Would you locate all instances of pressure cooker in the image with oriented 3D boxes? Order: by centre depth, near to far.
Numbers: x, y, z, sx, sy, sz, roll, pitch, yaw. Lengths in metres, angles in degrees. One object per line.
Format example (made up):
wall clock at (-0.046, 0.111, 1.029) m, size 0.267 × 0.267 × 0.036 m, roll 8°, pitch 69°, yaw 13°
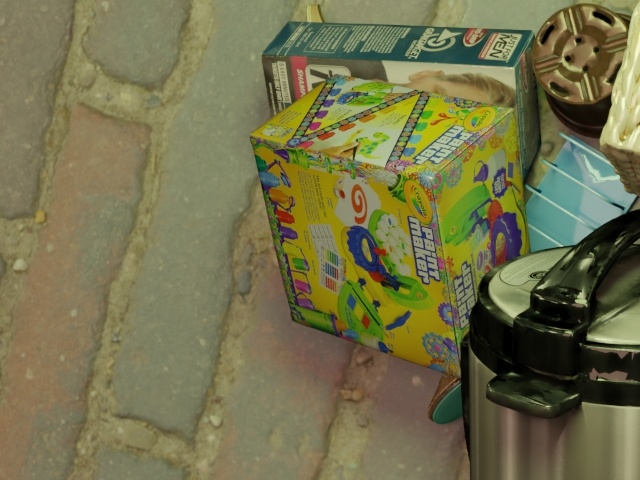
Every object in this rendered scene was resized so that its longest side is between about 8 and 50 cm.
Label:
pressure cooker at (0.351, 0.172, 1.595) m, size 0.375 × 0.370 × 0.420 m, roll -3°, pitch 109°, yaw 0°

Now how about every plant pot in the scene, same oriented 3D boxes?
plant pot at (0.346, -0.222, 1.774) m, size 0.167 × 0.165 × 0.167 m, roll -2°, pitch 86°, yaw 21°

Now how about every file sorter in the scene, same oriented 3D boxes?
file sorter at (0.315, -0.039, 1.807) m, size 0.118 × 0.104 × 0.170 m, roll 35°, pitch 100°, yaw 21°

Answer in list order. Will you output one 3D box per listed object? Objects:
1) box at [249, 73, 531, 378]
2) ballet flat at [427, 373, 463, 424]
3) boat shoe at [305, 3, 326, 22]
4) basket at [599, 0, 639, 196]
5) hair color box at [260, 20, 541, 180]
box at (0.094, -0.022, 1.751) m, size 0.279 × 0.177 × 0.290 m, roll 17°, pitch 132°, yaw 37°
ballet flat at (0.215, 0.159, 1.865) m, size 0.206 × 0.073 × 0.067 m, roll -41°, pitch 46°, yaw 12°
boat shoe at (0.018, -0.271, 1.974) m, size 0.045 × 0.050 × 0.135 m, roll -20°, pitch 89°, yaw 16°
basket at (0.473, -0.181, 1.496) m, size 0.266 × 0.328 × 0.331 m, roll 13°, pitch 87°, yaw 18°
hair color box at (0.107, -0.186, 1.860) m, size 0.347 × 0.105 × 0.174 m, roll 5°, pitch 127°, yaw 22°
